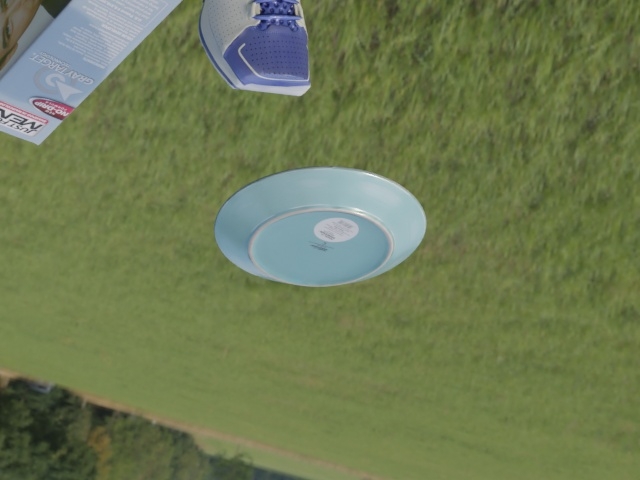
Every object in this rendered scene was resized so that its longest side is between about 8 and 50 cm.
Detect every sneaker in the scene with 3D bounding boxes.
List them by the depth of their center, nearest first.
[{"bbox_3d":[-0.074,-0.352,1.107,0.127,0.315,0.182,-2,158,-28],"label":"sneaker"}]

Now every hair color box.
[{"bbox_3d":[-0.317,-0.312,1.154,0.374,0.185,0.114,-35,143,31],"label":"hair color box"}]

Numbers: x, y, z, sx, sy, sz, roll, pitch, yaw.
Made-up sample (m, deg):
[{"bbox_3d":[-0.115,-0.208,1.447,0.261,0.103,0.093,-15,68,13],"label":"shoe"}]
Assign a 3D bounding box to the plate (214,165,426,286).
[{"bbox_3d":[0.000,0.000,0.786,0.188,0.024,0.188,-1,147,-1],"label":"plate"}]
